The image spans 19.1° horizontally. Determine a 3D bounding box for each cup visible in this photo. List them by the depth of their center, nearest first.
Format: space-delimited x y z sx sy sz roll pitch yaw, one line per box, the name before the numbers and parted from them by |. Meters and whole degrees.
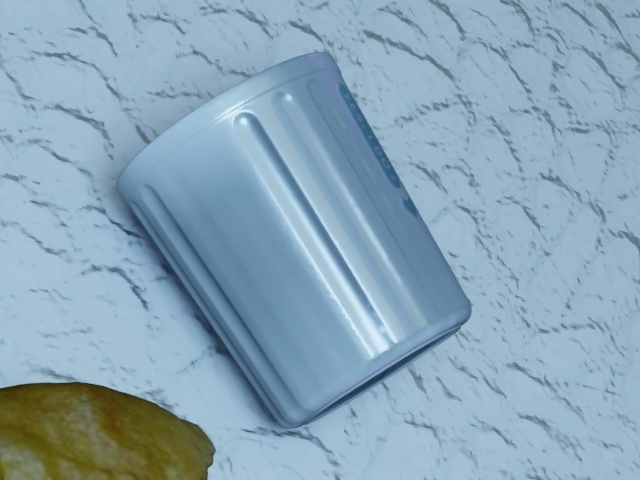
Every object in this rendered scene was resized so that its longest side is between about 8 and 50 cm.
cup | 0.006 -0.006 1.256 0.221 0.167 0.202 -26 81 -39

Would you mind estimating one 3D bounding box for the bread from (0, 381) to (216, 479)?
bread | -0.194 0.203 0.981 0.179 0.194 0.340 30 48 -7
